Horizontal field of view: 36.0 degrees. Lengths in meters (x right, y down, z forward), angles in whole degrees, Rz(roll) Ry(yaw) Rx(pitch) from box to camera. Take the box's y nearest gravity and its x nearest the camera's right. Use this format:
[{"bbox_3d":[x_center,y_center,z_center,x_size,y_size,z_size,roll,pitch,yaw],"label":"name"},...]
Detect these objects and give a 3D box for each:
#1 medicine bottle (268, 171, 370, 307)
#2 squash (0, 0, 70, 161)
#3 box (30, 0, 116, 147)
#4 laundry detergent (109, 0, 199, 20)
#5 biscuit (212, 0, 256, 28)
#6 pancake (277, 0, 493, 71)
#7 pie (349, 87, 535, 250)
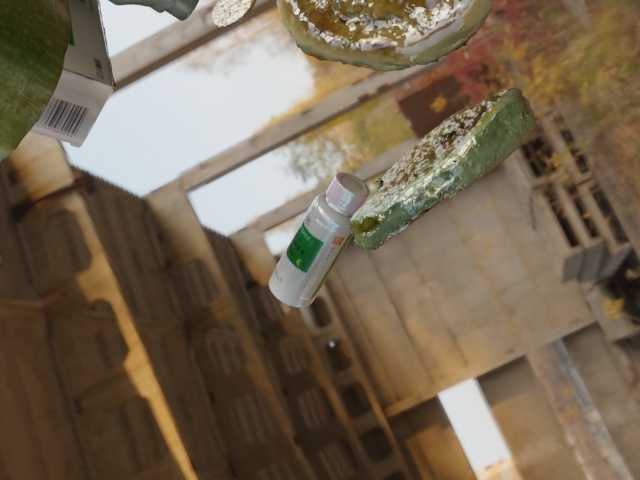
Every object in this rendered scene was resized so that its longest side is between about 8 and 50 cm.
[{"bbox_3d":[0.000,0.000,1.749,0.095,0.260,0.095,24,-150,-15],"label":"medicine bottle"},{"bbox_3d":[-0.435,-0.239,0.836,0.384,0.263,0.263,38,-155,-53],"label":"squash"},{"bbox_3d":[-0.474,-0.332,1.687,0.173,0.145,0.332,17,-143,-33],"label":"box"},{"bbox_3d":[-0.372,-0.529,1.689,0.398,0.264,0.124,32,-165,-28],"label":"laundry detergent"},{"bbox_3d":[-0.171,-0.473,1.975,0.015,0.120,0.120,40,-158,-42],"label":"biscuit"},{"bbox_3d":[0.078,-0.384,1.287,0.065,0.356,0.356,9,-128,-54],"label":"pancake"},{"bbox_3d":[0.164,-0.102,1.326,0.067,0.302,0.302,49,-170,-8],"label":"pie"}]
